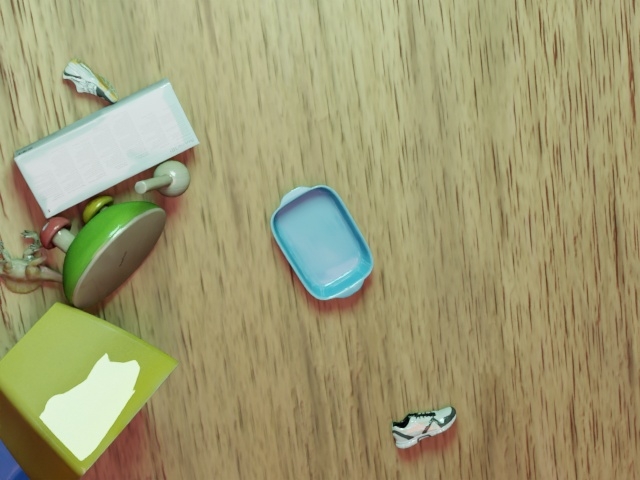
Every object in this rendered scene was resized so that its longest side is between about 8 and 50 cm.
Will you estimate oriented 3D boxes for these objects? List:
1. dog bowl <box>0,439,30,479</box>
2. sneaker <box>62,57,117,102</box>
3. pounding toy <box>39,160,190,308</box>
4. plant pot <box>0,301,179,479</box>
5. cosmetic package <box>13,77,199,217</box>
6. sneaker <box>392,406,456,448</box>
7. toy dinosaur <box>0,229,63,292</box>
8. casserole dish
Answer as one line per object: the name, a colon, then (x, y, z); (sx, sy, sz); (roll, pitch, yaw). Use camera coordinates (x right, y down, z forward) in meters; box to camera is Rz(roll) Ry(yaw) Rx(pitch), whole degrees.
dog bowl: (-0.515, 0.366, 1.982); (0.166, 0.074, 0.297); (41, 94, -20)
sneaker: (-0.321, -0.216, 1.885); (0.083, 0.032, 0.037); (40, 108, -15)
pounding toy: (-0.302, -0.027, 1.885); (0.110, 0.183, 0.237); (40, 109, 11)
plant pot: (-0.354, 0.213, 1.884); (0.187, 0.212, 0.212); (41, 59, -2)
cosmetic package: (-0.299, -0.131, 1.895); (0.239, 0.060, 0.099); (-26, 107, -4)
sneaker: (0.162, 0.286, 2.126); (0.109, 0.040, 0.044); (-26, 107, -4)
toy dinosaur: (-0.414, 0.038, 1.933); (0.183, 0.053, 0.093); (4, 121, -9)
casserole dish: (0.000, 0.000, 2.011); (0.114, 0.037, 0.188); (-32, 110, -2)
